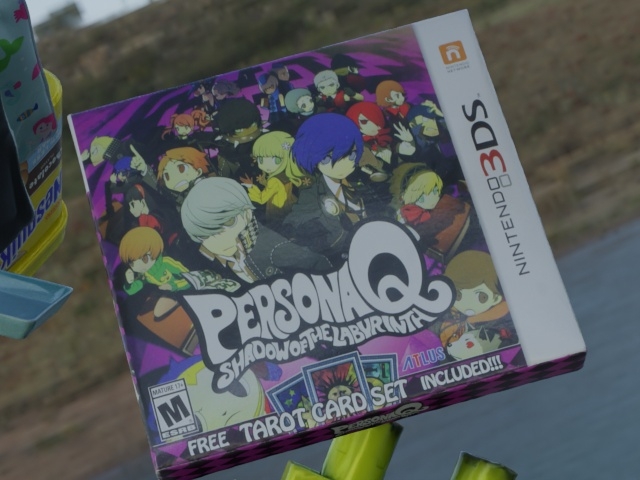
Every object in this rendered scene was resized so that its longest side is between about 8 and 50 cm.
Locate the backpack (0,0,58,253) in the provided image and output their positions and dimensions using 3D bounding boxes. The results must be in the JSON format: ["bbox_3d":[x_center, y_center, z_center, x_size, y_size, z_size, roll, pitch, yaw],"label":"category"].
[{"bbox_3d":[-0.305,-0.109,1.065,0.191,0.254,0.225,-53,-21,-27],"label":"backpack"}]

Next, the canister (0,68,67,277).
[{"bbox_3d":[-0.247,-0.041,1.250,0.126,0.073,0.170,-51,-17,-36],"label":"canister"}]

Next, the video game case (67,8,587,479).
[{"bbox_3d":[0.000,0.000,0.884,0.232,0.210,0.042,-15,-21,-3],"label":"video game case"}]

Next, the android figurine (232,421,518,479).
[{"bbox_3d":[0.024,0.255,1.088,0.056,0.248,0.272,154,136,-85],"label":"android figurine"}]

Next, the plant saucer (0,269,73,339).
[{"bbox_3d":[-0.241,0.020,0.932,0.192,0.018,0.067,13,17,9],"label":"plant saucer"}]
